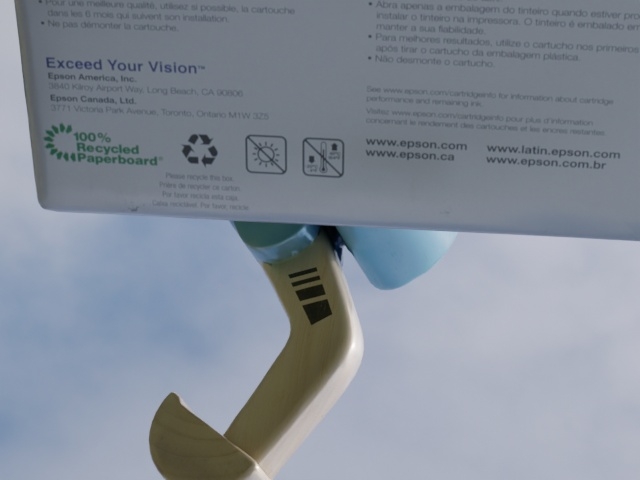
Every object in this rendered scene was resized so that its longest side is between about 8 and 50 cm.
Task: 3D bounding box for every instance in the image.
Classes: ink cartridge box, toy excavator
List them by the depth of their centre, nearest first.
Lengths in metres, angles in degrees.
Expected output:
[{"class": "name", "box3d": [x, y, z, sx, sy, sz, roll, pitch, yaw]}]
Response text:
[{"class": "ink cartridge box", "box3d": [0.022, -0.158, 0.628, 0.324, 0.330, 0.071, 4, -150, 6]}, {"class": "toy excavator", "box3d": [0.000, 0.000, 1.347, 0.433, 0.222, 0.445, -29, -133, 3]}]
